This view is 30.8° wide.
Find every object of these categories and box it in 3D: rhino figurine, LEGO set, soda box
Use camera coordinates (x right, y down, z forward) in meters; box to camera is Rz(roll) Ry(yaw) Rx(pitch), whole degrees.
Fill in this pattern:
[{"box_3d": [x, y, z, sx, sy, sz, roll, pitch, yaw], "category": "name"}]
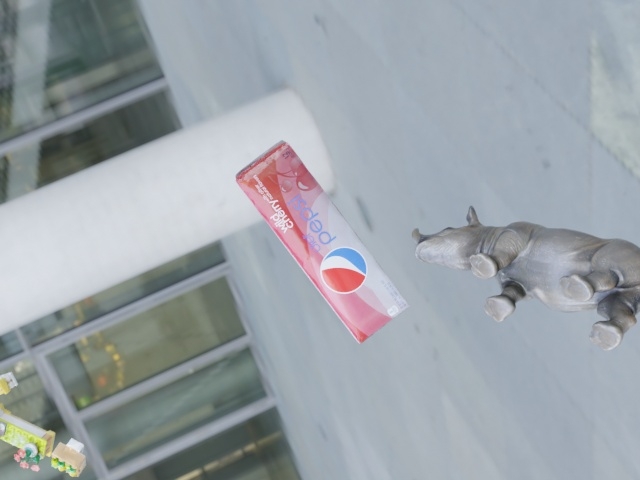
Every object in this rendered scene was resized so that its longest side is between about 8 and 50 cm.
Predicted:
[{"box_3d": [0.180, 0.022, 1.024, 0.243, 0.106, 0.073, 16, 124, 39], "category": "rhino figurine"}, {"box_3d": [-0.490, 0.274, 1.753, 0.287, 0.132, 0.107, 54, -151, -6], "category": "LEGO set"}, {"box_3d": [0.000, 0.000, 1.481, 0.263, 0.083, 0.092, 53, 180, -9], "category": "soda box"}]
